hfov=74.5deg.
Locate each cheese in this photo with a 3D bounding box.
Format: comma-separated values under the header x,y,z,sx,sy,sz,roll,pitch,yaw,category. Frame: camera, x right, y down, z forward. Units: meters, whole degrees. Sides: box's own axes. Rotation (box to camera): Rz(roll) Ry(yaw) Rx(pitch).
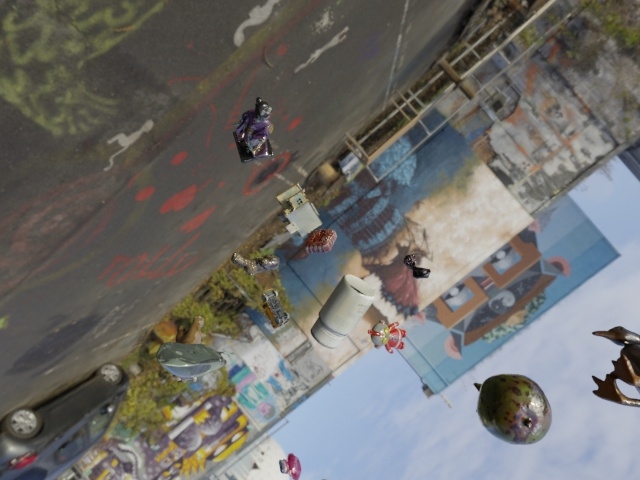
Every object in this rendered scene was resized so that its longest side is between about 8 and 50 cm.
x,y,z,sx,sy,sz,roll,pitch,yaw,category
-0.104,0.799,1.486,0.038,0.095,0.145,-28,143,12,cheese

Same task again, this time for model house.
x,y,z,sx,sy,sz,roll,pitch,yaw,category
-0.124,-0.161,1.964,0.178,0.206,0.271,-32,152,4,model house

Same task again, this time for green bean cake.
x,y,z,sx,sy,sz,roll,pitch,yaw,category
0.000,0.000,2.011,0.135,0.056,0.135,-5,-145,26,green bean cake

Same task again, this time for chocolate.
x,y,z,sx,sy,sz,roll,pitch,yaw,category
0.402,0.115,1.775,0.072,0.070,0.147,-48,-157,7,chocolate

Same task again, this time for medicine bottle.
x,y,z,sx,sy,sz,roll,pitch,yaw,category
0.078,0.263,1.545,0.258,0.143,0.143,-57,173,16,medicine bottle

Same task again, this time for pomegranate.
x,y,z,sx,sy,sz,roll,pitch,yaw,category
0.392,0.347,0.870,0.148,0.148,0.169,-40,157,-4,pomegranate

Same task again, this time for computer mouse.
x,y,z,sx,sy,sz,roll,pitch,yaw,category
-0.466,0.462,1.609,0.379,0.167,0.090,19,96,-56,computer mouse

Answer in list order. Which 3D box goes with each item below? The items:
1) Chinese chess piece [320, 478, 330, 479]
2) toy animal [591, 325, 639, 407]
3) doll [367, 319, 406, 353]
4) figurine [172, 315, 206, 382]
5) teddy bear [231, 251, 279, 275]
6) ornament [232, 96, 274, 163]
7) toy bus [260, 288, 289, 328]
x,y,z,sx,sy,sz,roll,pitch,yaw,category
-0.006,0.523,0.809,0.122,0.051,0.122,-39,143,-37,Chinese chess piece
0.657,0.283,0.820,0.298,0.185,0.122,-118,-144,-58,toy animal
0.290,0.417,1.842,0.076,0.245,0.143,-1,-109,46,doll
-0.565,0.496,1.846,0.177,0.173,0.247,-29,-149,20,figurine
-0.214,0.081,1.392,0.160,0.078,0.119,3,168,-15,teddy bear
-0.136,-0.233,0.904,0.088,0.081,0.203,-18,-179,-17,ornament
-0.202,0.293,1.803,0.074,0.162,0.069,-36,170,40,toy bus
